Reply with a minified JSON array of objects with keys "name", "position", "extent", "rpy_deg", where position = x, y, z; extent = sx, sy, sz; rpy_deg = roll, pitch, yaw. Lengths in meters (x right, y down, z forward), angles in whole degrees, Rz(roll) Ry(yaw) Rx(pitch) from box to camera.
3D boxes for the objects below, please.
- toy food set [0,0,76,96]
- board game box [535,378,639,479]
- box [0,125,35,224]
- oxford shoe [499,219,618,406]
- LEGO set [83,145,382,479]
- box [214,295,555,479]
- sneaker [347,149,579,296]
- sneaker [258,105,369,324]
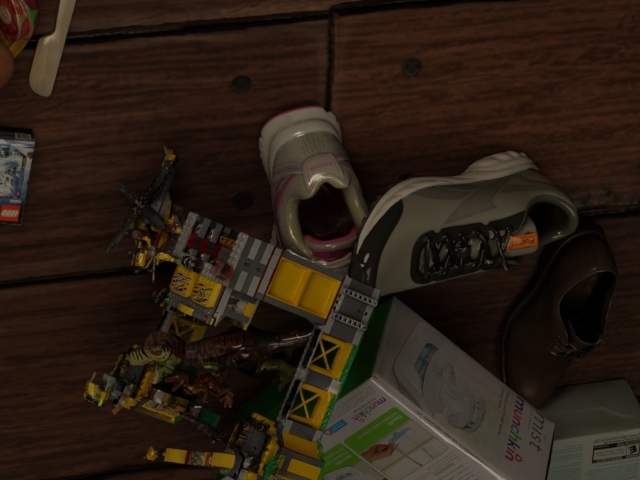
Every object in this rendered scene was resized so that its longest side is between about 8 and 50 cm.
[{"name":"toy food set","position":[-0.315,-0.187,1.628],"extent":[0.218,0.071,0.128],"rpy_deg":[15,119,-24]},{"name":"board game box","position":[0.242,0.313,2.116],"extent":[0.224,0.097,0.303],"rpy_deg":[-6,124,-10]},{"name":"box","position":[-0.340,-0.064,1.736],"extent":[0.137,0.027,0.094],"rpy_deg":[5,122,-18]},{"name":"oxford shoe","position":[0.249,0.096,1.965],"extent":[0.083,0.096,0.227],"rpy_deg":[3,125,-19]},{"name":"LEGO set","position":[-0.119,0.079,1.695],"extent":[0.192,0.331,0.255],"rpy_deg":[24,97,-37]},{"name":"box","position":[0.065,0.221,1.902],"extent":[0.231,0.127,0.262],"rpy_deg":[37,130,-17]},{"name":"sneaker","position":[0.137,-0.010,1.791],"extent":[0.271,0.108,0.100],"rpy_deg":[-23,132,-34]},{"name":"sneaker","position":[0.000,0.000,1.819],"extent":[0.103,0.111,0.252],"rpy_deg":[-17,127,-3]}]
